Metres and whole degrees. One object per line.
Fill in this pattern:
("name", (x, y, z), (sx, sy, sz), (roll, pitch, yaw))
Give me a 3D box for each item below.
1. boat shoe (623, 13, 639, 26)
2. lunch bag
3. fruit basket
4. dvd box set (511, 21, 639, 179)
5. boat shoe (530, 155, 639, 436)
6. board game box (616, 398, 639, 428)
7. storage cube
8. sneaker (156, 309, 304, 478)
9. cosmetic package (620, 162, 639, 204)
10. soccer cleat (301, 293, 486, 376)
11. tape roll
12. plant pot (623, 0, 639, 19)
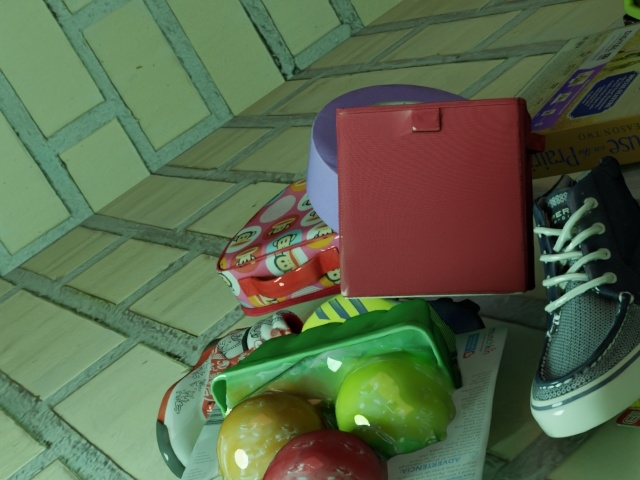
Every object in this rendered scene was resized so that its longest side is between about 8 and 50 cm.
("boat shoe", (0.542, -0.356, 1.979), (0.049, 0.042, 0.133), (-37, 20, -28))
("lunch bag", (0.000, 0.000, 1.755), (0.293, 0.120, 0.258), (-17, 23, 34))
("fruit basket", (0.010, 0.211, 1.133), (0.327, 0.165, 0.353), (-17, 28, 20))
("dvd box set", (0.409, -0.185, 1.383), (0.420, 0.062, 0.307), (-9, 26, 42))
("boat shoe", (0.238, 0.039, 1.133), (0.127, 0.158, 0.340), (-28, 8, 29))
("board game box", (0.376, 0.080, 1.101), (0.259, 0.039, 0.124), (-43, 20, -25))
("storage cube", (0.127, -0.039, 1.284), (0.215, 0.193, 0.183), (-1, -1, 12))
("sneaker", (-0.095, 0.175, 1.490), (0.145, 0.090, 0.270), (-25, 16, 23))
("cosmetic package", (0.394, -0.067, 1.353), (0.127, 0.107, 0.238), (-9, 25, 47))
("soccer cleat", (0.059, 0.115, 1.389), (0.121, 0.093, 0.289), (-32, 17, -37))
("tape roll", (0.121, -0.097, 1.634), (0.275, 0.090, 0.275), (4, 39, -3))
("plant pot", (0.585, -0.447, 1.831), (0.207, 0.228, 0.227), (-7, 17, -5))
